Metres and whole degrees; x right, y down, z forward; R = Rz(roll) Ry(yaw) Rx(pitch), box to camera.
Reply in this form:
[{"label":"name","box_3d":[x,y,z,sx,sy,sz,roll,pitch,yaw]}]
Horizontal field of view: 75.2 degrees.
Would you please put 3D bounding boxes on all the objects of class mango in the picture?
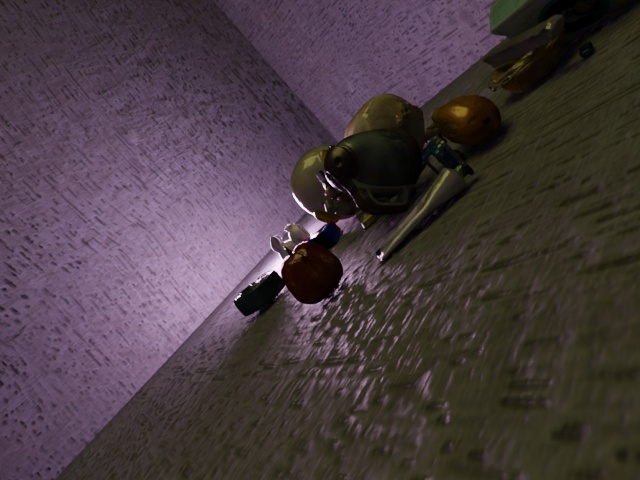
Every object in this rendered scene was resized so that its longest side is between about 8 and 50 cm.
[{"label":"mango","box_3d":[0.458,-0.382,1.309,0.359,0.187,0.144,-65,-21,-69]}]

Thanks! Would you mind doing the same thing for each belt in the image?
[{"label":"belt","box_3d":[-0.269,0.233,1.802,0.267,0.116,0.206,-33,10,36]}]

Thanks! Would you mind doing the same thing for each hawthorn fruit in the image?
[{"label":"hawthorn fruit","box_3d":[-0.038,0.081,1.225,0.179,0.200,0.179,-41,3,3]}]

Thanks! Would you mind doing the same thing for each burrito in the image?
[{"label":"burrito","box_3d":[0.540,-0.511,1.894,0.226,0.060,0.087,-29,22,54]}]

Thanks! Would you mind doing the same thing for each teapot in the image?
[{"label":"teapot","box_3d":[0.171,-0.214,1.362,0.312,0.315,0.233,-15,-26,-39]}]

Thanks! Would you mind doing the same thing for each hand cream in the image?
[{"label":"hand cream","box_3d":[0.263,-0.071,1.096,0.336,0.076,0.121,-48,2,13]}]

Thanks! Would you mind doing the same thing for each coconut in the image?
[{"label":"coconut","box_3d":[0.302,-0.478,1.879,0.346,0.346,0.360,-46,15,-14]}]

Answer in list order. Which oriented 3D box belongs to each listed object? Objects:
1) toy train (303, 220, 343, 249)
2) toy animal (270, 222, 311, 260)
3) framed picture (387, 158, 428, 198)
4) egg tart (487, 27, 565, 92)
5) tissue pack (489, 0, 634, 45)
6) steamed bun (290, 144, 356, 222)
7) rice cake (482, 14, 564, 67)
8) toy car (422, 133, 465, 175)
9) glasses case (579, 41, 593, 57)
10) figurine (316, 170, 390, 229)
[{"label":"toy train","box_3d":[0.000,0.000,1.817,0.204,0.083,0.131,-37,13,39]},{"label":"toy animal","box_3d":[-0.145,0.007,2.112,0.193,0.178,0.127,-40,7,7]},{"label":"framed picture","box_3d":[0.316,-0.228,1.704,0.274,0.017,0.217,-33,13,50]},{"label":"egg tart","box_3d":[0.702,-0.594,1.403,0.288,0.118,0.288,-40,11,9]},{"label":"tissue pack","box_3d":[0.804,-0.809,1.372,0.388,0.287,0.162,162,119,-71]},{"label":"steamed bun","box_3d":[0.052,-0.250,1.841,0.334,0.374,0.334,-22,61,47]},{"label":"rice cake","box_3d":[0.632,-0.618,1.318,0.072,0.056,0.365,-51,11,3]},{"label":"toy car","box_3d":[0.389,-0.273,1.341,0.100,0.097,0.191,-47,7,19]},{"label":"glasses case","box_3d":[0.768,-0.549,1.199,0.033,0.023,0.083,-28,18,42]},{"label":"figurine","box_3d":[0.115,-0.188,1.567,0.143,0.308,0.308,-42,8,39]}]
